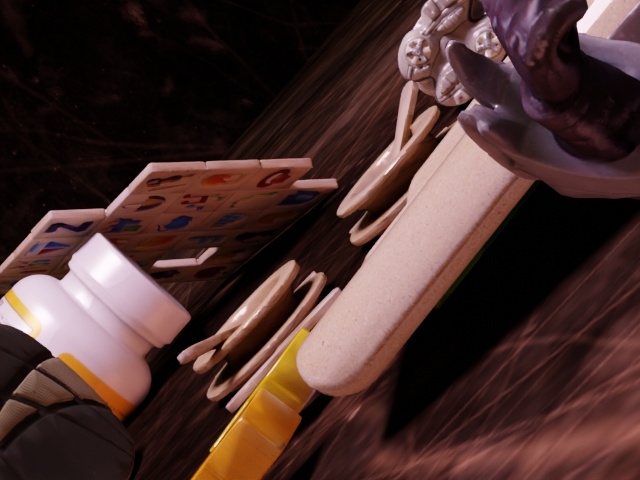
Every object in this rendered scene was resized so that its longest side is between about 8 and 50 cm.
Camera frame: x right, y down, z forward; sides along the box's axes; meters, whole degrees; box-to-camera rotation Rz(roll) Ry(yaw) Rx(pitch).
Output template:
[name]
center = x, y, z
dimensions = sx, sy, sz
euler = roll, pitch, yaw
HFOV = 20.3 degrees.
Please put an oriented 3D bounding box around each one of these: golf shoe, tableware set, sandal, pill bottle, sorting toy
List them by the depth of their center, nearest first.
[sorting toy]
center = 0.057, -0.017, 0.647
dimensions = 0.307, 0.041, 0.229
euler = -53, 0, 19
[sandal]
center = -0.186, 0.139, 0.899
dimensions = 0.086, 0.120, 0.303
euler = -39, 10, 27
[tableware set]
center = 0.000, 0.000, 0.906
dimensions = 0.194, 0.039, 0.128
euler = -47, 6, -3
[golf shoe]
center = 0.114, -0.155, 1.021
dimensions = 0.176, 0.069, 0.086
euler = -44, 1, 14
[pill bottle]
center = -0.189, 0.098, 1.198
dimensions = 0.208, 0.117, 0.117
euler = -48, 6, -3

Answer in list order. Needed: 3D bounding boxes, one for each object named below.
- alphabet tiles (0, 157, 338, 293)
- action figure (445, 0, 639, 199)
[alphabet tiles]
center = -0.109, -0.008, 1.250
dimensions = 0.198, 0.009, 0.237
euler = -3, -19, -29
[action figure]
center = 0.107, -0.071, 0.307
dimensions = 0.185, 0.099, 0.285
euler = -56, 5, 8
